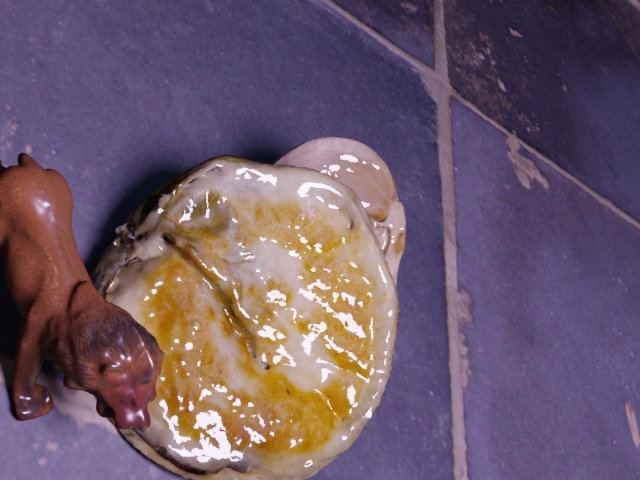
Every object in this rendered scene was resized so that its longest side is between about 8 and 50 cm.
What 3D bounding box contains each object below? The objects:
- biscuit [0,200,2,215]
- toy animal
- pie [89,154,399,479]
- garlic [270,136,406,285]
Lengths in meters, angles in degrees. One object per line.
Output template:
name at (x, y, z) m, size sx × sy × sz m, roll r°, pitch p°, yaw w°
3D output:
biscuit at (-0.437, 0.034, 0.672) m, size 0.395 × 0.166 × 0.342 m, roll 32°, pitch 41°, yaw -28°
toy animal at (-0.228, 0.031, 0.906) m, size 0.097 × 0.157 × 0.312 m, roll -11°, pitch 71°, yaw -50°
pie at (-0.071, 0.075, 1.040) m, size 0.339 × 0.077 × 0.339 m, roll 6°, pitch 72°, yaw -20°
garlic at (0.000, 0.000, 1.186) m, size 0.178 × 0.143 × 0.229 m, roll 9°, pitch 87°, yaw -2°
